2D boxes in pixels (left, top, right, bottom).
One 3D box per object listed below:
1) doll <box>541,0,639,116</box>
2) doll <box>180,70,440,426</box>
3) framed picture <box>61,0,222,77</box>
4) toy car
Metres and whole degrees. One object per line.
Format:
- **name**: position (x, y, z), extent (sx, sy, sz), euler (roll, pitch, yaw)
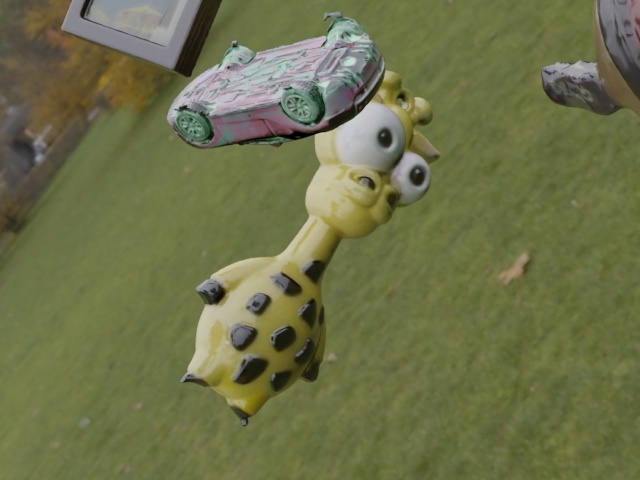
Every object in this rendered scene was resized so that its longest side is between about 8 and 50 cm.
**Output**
- **doll**: position (0.192, -0.099, 0.380), extent (0.174, 0.235, 0.330), euler (-60, 5, -7)
- **doll**: position (0.000, 0.000, 0.840), extent (0.086, 0.117, 0.291), euler (10, 62, 55)
- **framed picture**: position (-0.117, -0.219, 0.851), extent (0.127, 0.023, 0.169), euler (23, 92, 33)
- **toy car**: position (-0.026, -0.084, 0.654), extent (0.142, 0.055, 0.069), euler (-5, 41, 39)
